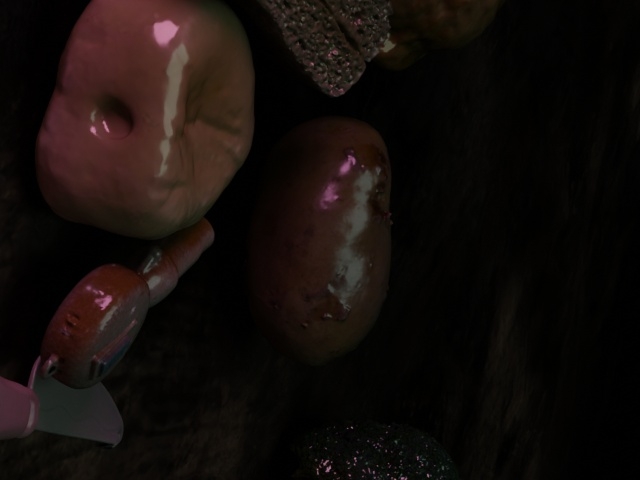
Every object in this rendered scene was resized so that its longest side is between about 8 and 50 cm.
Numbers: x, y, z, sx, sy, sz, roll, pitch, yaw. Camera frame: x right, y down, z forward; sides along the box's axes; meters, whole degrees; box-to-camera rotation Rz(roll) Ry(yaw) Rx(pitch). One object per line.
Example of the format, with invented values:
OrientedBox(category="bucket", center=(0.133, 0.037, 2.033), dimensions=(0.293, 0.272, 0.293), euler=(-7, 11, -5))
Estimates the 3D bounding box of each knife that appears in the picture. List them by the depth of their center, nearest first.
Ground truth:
OrientedBox(category="knife", center=(-0.233, 0.130, 1.238), dimensions=(0.336, 0.043, 0.081), euler=(29, 65, -74))

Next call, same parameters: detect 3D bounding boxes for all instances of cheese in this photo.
OrientedBox(category="cheese", center=(-0.138, -0.098, 1.223), dimensions=(0.235, 0.117, 0.218), euler=(74, 36, -54))

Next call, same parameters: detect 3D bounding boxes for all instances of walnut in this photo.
OrientedBox(category="walnut", center=(0.066, -0.302, 1.473), dimensions=(0.283, 0.227, 0.283), euler=(-4, 90, -66))

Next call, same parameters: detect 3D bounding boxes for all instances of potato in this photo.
OrientedBox(category="potato", center=(0.000, 0.000, 1.568), dimensions=(0.165, 0.165, 0.262), euler=(6, 91, -68))

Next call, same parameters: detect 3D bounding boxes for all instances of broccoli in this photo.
OrientedBox(category="broccoli", center=(0.068, 0.359, 1.812), dimensions=(0.275, 0.308, 0.308), euler=(-49, 153, -5))

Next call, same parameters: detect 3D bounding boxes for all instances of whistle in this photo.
OrientedBox(category="whistle", center=(-0.158, 0.049, 1.245), dimensions=(0.220, 0.057, 0.107), euler=(-48, 164, -44))

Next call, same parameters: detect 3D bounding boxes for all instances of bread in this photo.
OrientedBox(category="bread", center=(-0.062, -0.239, 1.252), dimensions=(0.102, 0.183, 0.337), euler=(-57, 156, -5))
